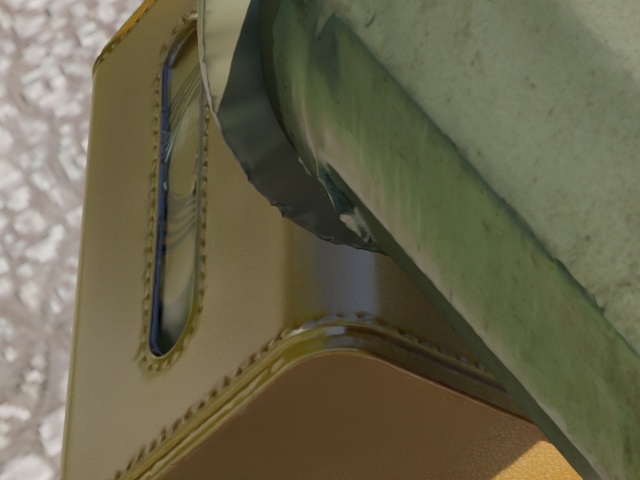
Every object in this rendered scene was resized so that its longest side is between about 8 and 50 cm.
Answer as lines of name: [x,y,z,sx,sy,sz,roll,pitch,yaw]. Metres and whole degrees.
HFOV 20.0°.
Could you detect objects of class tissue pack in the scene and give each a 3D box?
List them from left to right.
tissue pack: [0.000,0.000,0.731,0.194,0.145,0.274,-41,37,35]

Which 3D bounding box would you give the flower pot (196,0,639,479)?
flower pot: [0.100,-0.018,0.456,0.212,0.212,0.203,-28,51,-5]
